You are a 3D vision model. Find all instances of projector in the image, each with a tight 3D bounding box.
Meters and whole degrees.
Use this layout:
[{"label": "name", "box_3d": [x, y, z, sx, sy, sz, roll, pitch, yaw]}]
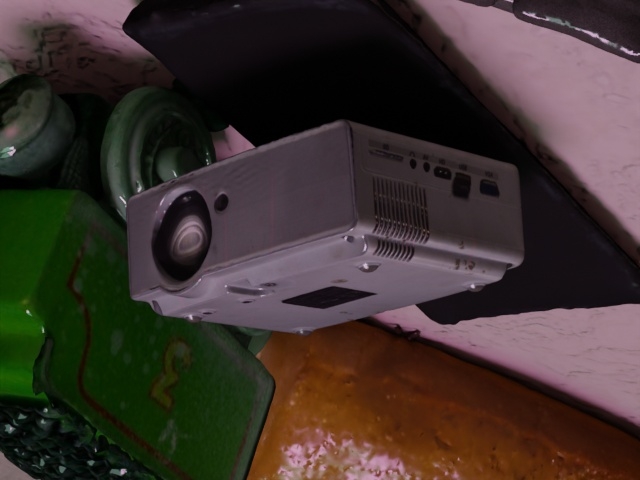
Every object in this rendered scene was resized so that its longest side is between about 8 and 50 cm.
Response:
[{"label": "projector", "box_3d": [0.000, 0.000, 0.693, 0.115, 0.061, 0.147, 13, 158, -43]}]

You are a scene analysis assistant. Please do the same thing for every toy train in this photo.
[{"label": "toy train", "box_3d": [-0.110, 0.030, 0.801, 0.132, 0.188, 0.243, 2, 150, 30]}]

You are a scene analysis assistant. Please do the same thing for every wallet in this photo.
[{"label": "wallet", "box_3d": [0.039, -0.037, 0.746, 0.146, 0.030, 0.285, -2, 148, 41]}]

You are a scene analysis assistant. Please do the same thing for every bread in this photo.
[{"label": "bread", "box_3d": [0.047, 0.190, 1.068, 0.337, 0.148, 0.328, 24, 155, -13]}]

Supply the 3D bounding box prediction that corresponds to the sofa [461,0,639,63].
[{"label": "sofa", "box_3d": [0.075, -0.113, 0.525, 0.147, 0.060, 0.085, 19, 155, -1]}]
